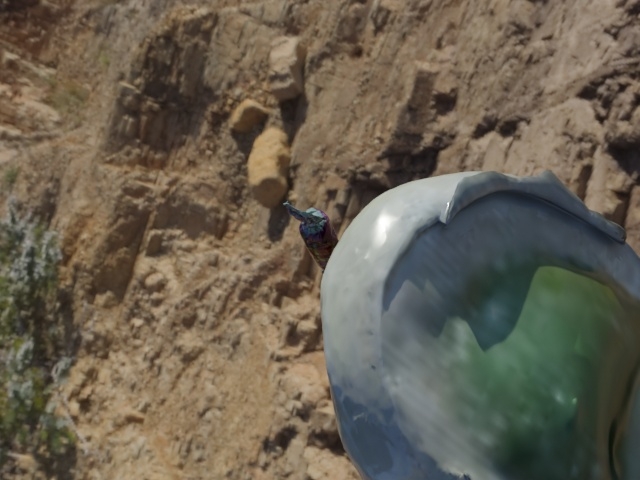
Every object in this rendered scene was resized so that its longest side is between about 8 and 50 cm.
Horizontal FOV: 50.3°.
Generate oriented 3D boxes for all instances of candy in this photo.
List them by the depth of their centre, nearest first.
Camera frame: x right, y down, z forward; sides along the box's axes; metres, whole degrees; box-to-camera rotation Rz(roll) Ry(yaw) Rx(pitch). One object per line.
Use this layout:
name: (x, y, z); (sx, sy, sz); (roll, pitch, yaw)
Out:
candy: (0.170, 0.122, 0.663); (0.186, 0.427, 0.386); (-12, 48, 52)
candy: (0.000, 0.000, 0.839); (0.175, 0.045, 0.043); (65, -147, -54)
